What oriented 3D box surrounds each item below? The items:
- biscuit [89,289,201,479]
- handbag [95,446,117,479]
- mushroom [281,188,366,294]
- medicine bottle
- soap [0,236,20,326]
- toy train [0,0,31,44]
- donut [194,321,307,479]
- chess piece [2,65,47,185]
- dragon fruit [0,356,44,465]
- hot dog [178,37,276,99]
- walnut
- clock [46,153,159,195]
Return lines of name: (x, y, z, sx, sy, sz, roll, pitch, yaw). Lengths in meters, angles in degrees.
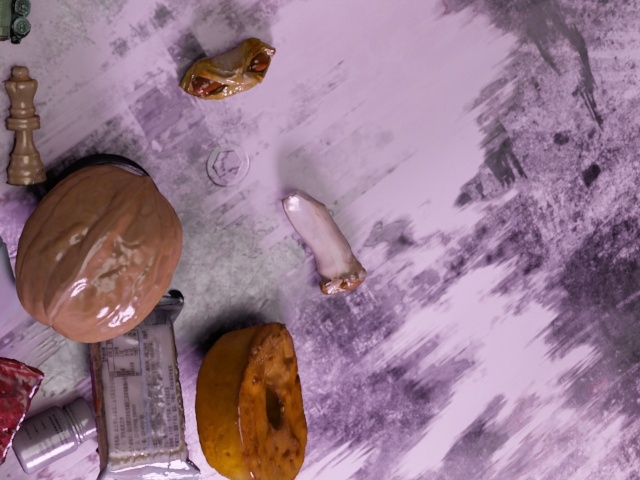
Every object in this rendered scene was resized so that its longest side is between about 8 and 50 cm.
biscuit: (-0.283, 0.232, 1.783, 0.186, 0.079, 0.309, -4, 77, -28)
handbag: (-0.292, 0.384, 1.872, 0.072, 0.115, 0.139, -39, 136, -11)
mushroom: (0.000, 0.000, 1.911, 0.084, 0.071, 0.209, -22, 115, 17)
medicine bottle: (-0.418, 0.303, 1.787, 0.130, 0.080, 0.080, -26, 115, -21)
soap: (-0.590, 0.100, 1.568, 0.347, 0.208, 0.115, -20, 115, -21)
toy train: (-0.439, -0.351, 1.601, 0.071, 0.038, 0.148, 1, 104, -27)
donut: (-0.112, 0.269, 1.854, 0.277, 0.108, 0.278, -1, 90, -67)
chess piece: (-0.431, -0.167, 1.654, 0.060, 0.060, 0.172, -7, 106, -24)
dragon fruit: (-0.559, 0.264, 1.683, 0.205, 0.152, 0.317, 28, 99, -18)
hot dog: (-0.133, -0.260, 1.765, 0.169, 0.061, 0.078, -28, 117, -16)
walnut: (-0.316, 0.017, 1.635, 0.225, 0.225, 0.261, 35, 90, -30)
clock: (-0.329, -0.040, 1.749, 0.184, 0.040, 0.184, -8, 109, -24)
